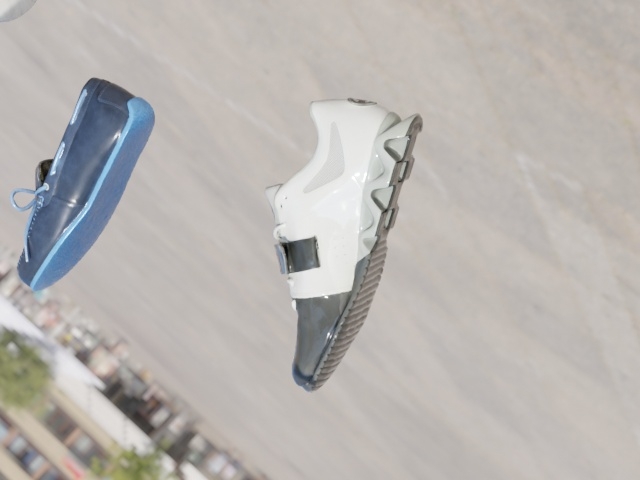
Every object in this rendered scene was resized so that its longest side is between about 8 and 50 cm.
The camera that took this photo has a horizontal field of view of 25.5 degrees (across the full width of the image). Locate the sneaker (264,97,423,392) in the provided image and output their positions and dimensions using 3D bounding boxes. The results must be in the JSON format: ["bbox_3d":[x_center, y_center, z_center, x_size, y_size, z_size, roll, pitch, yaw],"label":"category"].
[{"bbox_3d":[0.000,0.000,1.577,0.146,0.331,0.122,17,-175,12],"label":"sneaker"}]

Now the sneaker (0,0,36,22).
[{"bbox_3d":[-0.371,-0.335,1.661,0.094,0.212,0.080,6,141,18],"label":"sneaker"}]

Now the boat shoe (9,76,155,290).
[{"bbox_3d":[-0.268,-0.064,1.546,0.089,0.258,0.109,38,-162,11],"label":"boat shoe"}]
